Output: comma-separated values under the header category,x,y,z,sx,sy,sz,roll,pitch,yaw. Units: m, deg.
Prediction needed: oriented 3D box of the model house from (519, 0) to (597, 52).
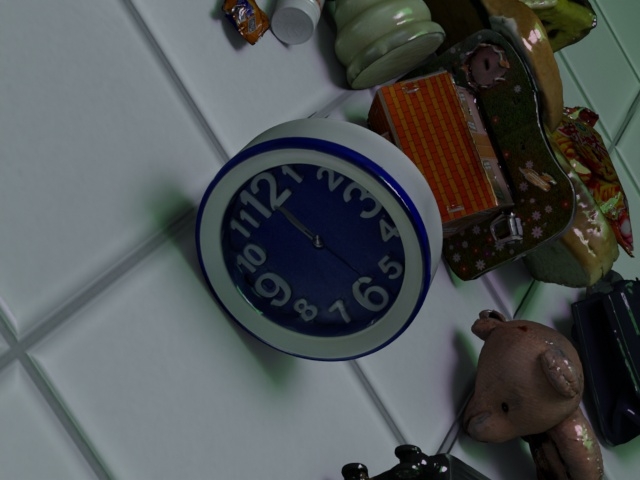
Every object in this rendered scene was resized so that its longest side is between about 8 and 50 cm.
category,x,y,z,sx,sy,sz,roll,pitch,yaw
model house,0.311,-0.418,2.009,0.234,0.175,0.193,6,62,-43

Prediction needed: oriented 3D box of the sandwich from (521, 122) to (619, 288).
category,x,y,z,sx,sy,sz,roll,pitch,yaw
sandwich,0.295,-0.051,1.678,0.087,0.226,0.251,-38,102,-14

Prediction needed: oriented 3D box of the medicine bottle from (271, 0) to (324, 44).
category,x,y,z,sx,sy,sz,roll,pitch,yaw
medicine bottle,-0.026,-0.289,1.492,0.057,0.057,0.089,47,35,-26

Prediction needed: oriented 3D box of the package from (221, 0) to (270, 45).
category,x,y,z,sx,sy,sz,roll,pitch,yaw
package,-0.087,-0.272,1.413,0.077,0.033,0.111,42,32,-16

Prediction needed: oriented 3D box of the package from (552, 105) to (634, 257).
category,x,y,z,sx,sy,sz,roll,pitch,yaw
package,0.405,-0.113,1.962,0.223,0.108,0.288,20,44,-42

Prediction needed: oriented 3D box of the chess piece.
category,x,y,z,sx,sy,sz,roll,pitch,yaw
chess piece,0.044,-0.340,1.568,0.144,0.144,0.251,-14,75,-58

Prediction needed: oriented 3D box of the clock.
category,x,y,z,sx,sy,sz,roll,pitch,yaw
clock,0.000,0.000,1.149,0.230,0.230,0.083,56,32,-12

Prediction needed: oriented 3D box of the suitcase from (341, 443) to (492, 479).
category,x,y,z,sx,sy,sz,roll,pitch,yaw
suitcase,0.149,0.347,1.213,0.312,0.128,0.202,38,40,-37

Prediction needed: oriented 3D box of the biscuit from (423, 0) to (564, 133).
category,x,y,z,sx,sy,sz,roll,pitch,yaw
biscuit,0.215,-0.297,1.671,0.344,0.057,0.287,50,-15,48

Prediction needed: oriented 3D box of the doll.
category,x,y,z,sx,sy,sz,roll,pitch,yaw
doll,0.258,0.244,1.477,0.201,0.156,0.303,-145,-144,-67

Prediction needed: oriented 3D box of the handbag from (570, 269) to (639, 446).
category,x,y,z,sx,sy,sz,roll,pitch,yaw
handbag,0.490,0.161,1.870,0.325,0.118,0.269,-6,79,-58

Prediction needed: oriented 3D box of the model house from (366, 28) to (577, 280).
category,x,y,z,sx,sy,sz,roll,pitch,yaw
model house,0.169,-0.112,1.512,0.154,0.207,0.294,-2,68,-53
